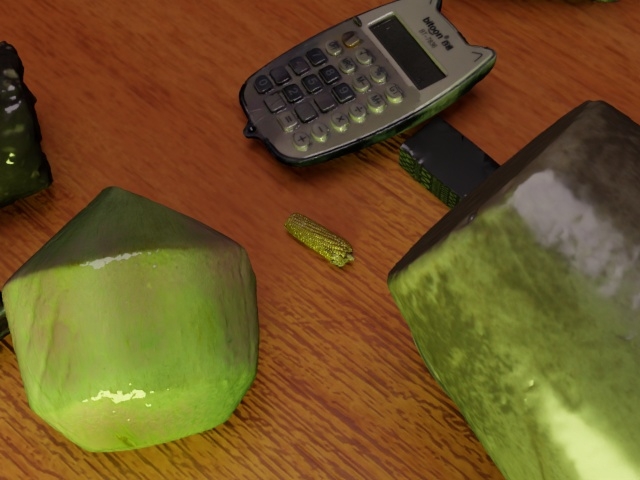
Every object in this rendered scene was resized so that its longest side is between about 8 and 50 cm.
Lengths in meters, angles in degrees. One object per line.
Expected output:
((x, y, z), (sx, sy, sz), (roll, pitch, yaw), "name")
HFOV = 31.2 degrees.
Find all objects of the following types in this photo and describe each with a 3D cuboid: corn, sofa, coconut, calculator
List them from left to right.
((-0.171, 0.066, 1.018), (0.205, 0.236, 0.236), (-5, 49, -48), "coconut")
((0.000, 0.000, 1.141), (0.083, 0.027, 0.028), (31, 60, 22), "corn")
((0.040, -0.168, 1.209), (0.268, 0.040, 0.177), (-24, 49, -8), "calculator")
((0.140, -0.069, 1.165), (0.060, 0.039, 0.118), (-40, 67, -16), "sofa")

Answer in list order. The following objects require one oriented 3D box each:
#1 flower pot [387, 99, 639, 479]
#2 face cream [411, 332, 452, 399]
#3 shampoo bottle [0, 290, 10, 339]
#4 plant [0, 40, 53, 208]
((0.238, 0.078, 0.869), (0.293, 0.293, 0.330), (-40, 91, -17), "flower pot")
((0.255, 0.027, 1.065), (0.349, 0.105, 0.105), (-29, 63, -12), "face cream")
((-0.407, 0.132, 1.047), (0.278, 0.104, 0.104), (-35, 64, -16), "shampoo bottle")
((-0.441, -0.096, 1.138), (0.321, 0.181, 0.194), (-14, 58, -11), "plant")
